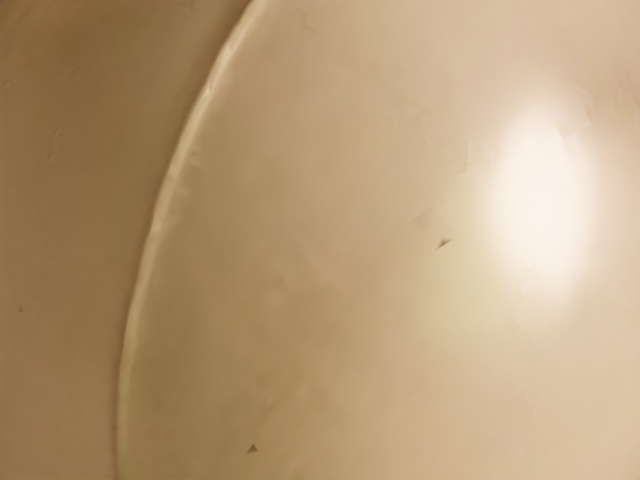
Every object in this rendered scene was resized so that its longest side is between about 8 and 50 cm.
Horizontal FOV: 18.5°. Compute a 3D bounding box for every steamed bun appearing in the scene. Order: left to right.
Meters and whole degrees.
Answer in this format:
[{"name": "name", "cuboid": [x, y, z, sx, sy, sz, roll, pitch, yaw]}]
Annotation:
[{"name": "steamed bun", "cuboid": [0.006, 0.002, 0.798, 0.374, 0.334, 0.334, 6, 87, -63]}]
